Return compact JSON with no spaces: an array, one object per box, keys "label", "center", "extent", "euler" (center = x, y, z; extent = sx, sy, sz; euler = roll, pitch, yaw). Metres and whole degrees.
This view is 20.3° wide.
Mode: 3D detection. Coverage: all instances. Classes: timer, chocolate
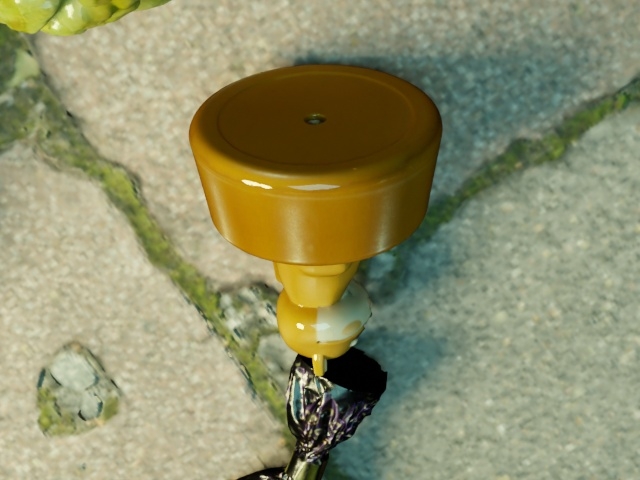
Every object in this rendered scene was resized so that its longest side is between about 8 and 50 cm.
[{"label":"timer","center":[0.000,0.000,0.964],"extent":[0.132,0.132,0.152],"euler":[-1,122,3]},{"label":"chocolate","center":[-0.013,0.129,1.043],"extent":[0.070,0.072,0.147],"euler":[-1,128,-41]}]

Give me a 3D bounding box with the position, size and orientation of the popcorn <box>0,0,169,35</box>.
[{"label":"popcorn","center":[-0.134,-0.171,0.894],"extent":[0.162,0.135,0.141],"euler":[28,117,-10]}]
